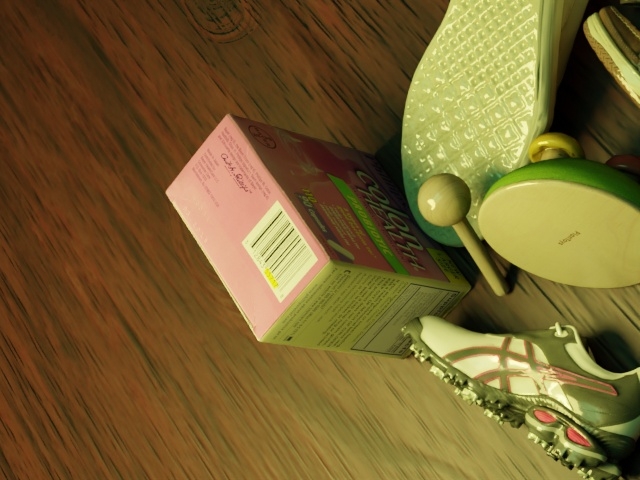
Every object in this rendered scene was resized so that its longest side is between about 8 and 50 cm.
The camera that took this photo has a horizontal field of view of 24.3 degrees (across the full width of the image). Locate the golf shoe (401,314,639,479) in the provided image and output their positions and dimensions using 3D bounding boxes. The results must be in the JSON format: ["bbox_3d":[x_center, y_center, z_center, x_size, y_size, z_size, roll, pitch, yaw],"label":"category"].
[{"bbox_3d":[0.205,0.130,1.466,0.273,0.105,0.120,31,84,34],"label":"golf shoe"}]

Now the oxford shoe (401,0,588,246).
[{"bbox_3d":[0.195,-0.204,1.508,0.169,0.130,0.449,24,113,33],"label":"oxford shoe"}]

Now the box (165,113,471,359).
[{"bbox_3d":[0.000,0.000,1.544,0.117,0.243,0.213,-49,55,22],"label":"box"}]

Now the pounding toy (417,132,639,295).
[{"bbox_3d":[0.232,-0.043,1.435,0.237,0.183,0.110,-8,52,42],"label":"pounding toy"}]

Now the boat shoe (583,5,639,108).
[{"bbox_3d":[0.352,-0.135,1.389,0.095,0.095,0.257,-41,67,15],"label":"boat shoe"}]

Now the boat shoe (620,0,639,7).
[{"bbox_3d":[0.362,-0.226,1.411,0.183,0.066,0.066,33,108,48],"label":"boat shoe"}]
